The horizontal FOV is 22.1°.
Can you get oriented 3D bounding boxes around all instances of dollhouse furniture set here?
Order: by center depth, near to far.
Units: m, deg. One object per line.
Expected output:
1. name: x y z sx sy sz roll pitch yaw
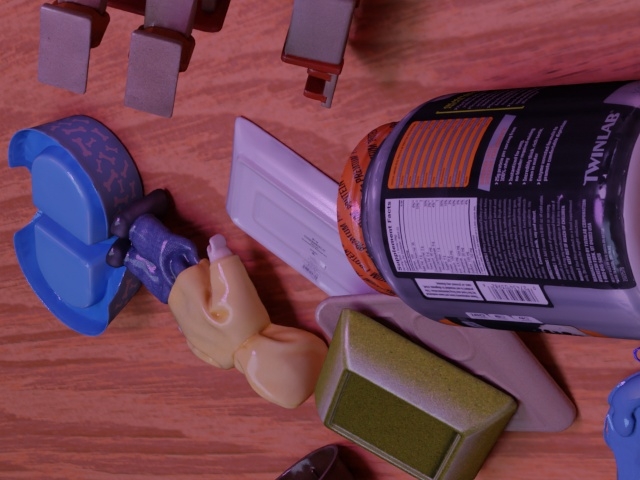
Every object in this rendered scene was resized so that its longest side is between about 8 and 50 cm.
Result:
1. dollhouse furniture set: -0.098 -0.210 1.399 0.259 0.262 0.135 15 141 -1

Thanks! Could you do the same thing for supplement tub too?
1. supplement tub: 0.171 -0.024 1.275 0.316 0.193 0.194 2 121 49

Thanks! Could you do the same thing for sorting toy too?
1. sorting toy: 0.119 0.112 1.563 0.208 0.038 0.193 -11 128 48

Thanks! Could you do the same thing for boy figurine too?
1. boy figurine: -0.109 0.065 1.770 0.285 0.092 0.177 39 143 19

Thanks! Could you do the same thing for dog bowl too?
1. dog bowl: -0.279 -0.021 1.909 0.166 0.074 0.297 35 142 25

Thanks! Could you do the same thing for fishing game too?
1. fishing game: 0.326 0.190 1.416 0.189 0.041 0.264 -6 106 50

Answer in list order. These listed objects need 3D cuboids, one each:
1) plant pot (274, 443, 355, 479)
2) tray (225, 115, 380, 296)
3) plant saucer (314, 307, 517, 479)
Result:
1. plant pot: 0.009 0.343 1.824 0.165 0.167 0.167 49 146 -6
2. tray: 0.000 0.000 1.640 0.270 0.030 0.145 37 143 23
3. plant saucer: 0.079 0.168 1.594 0.188 0.045 0.188 29 148 8
